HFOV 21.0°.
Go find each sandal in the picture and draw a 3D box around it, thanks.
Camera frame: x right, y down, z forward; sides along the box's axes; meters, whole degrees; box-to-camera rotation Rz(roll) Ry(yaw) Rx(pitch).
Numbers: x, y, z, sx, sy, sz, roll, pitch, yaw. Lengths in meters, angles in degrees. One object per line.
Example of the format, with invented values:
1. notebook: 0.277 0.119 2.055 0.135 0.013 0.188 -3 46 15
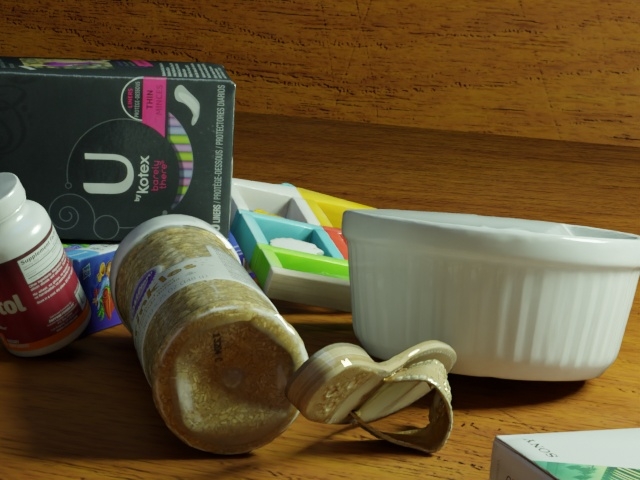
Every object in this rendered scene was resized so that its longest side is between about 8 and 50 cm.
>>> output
1. sandal: 0.060 0.131 1.312 0.079 0.088 0.240 48 17 24

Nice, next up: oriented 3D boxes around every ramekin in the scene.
1. ramekin: 0.150 0.046 1.529 0.273 0.127 0.273 5 3 0

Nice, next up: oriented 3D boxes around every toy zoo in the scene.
1. toy zoo: 0.000 0.000 1.798 0.192 0.030 0.293 11 20 -20

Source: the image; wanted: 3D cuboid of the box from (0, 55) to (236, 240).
1. box: -0.224 -0.092 1.699 0.270 0.165 0.143 1 12 -7

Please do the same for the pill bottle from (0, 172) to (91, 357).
1. pill bottle: -0.266 0.020 1.518 0.086 0.152 0.086 -16 30 9

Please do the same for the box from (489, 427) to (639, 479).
1. box: 0.302 0.177 1.136 0.322 0.058 0.232 -2 12 -19

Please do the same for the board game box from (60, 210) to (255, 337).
1. board game box: -0.247 0.014 1.792 0.233 0.078 0.347 8 12 26

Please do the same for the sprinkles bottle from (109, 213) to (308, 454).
1. sprinkles bottle: -0.100 0.068 1.437 0.121 0.121 0.355 0 11 -13
